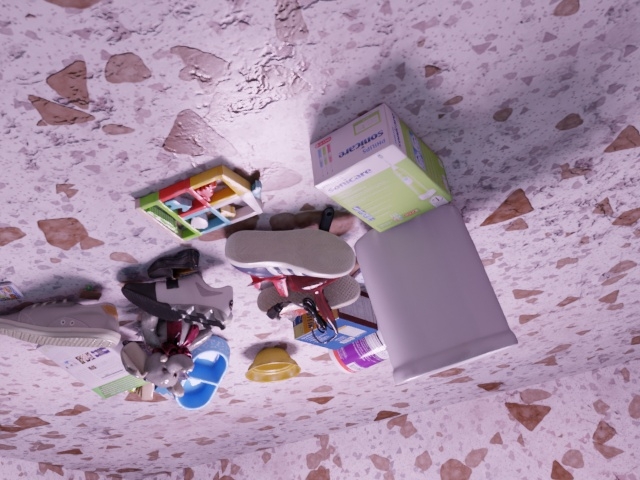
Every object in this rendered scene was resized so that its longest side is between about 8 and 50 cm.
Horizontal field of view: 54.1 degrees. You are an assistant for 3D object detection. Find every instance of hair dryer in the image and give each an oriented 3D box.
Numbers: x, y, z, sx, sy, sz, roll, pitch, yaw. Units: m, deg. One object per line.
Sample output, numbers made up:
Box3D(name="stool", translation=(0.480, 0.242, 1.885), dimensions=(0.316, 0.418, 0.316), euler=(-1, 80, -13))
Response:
Box3D(name="hair dryer", translation=(-0.005, 0.157, 1.839), dimensions=(0.223, 0.080, 0.294), euler=(25, 122, -14))

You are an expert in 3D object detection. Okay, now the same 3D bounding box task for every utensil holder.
Box3D(name="utensil holder", translation=(0.289, 0.142, 1.641), dimensions=(0.327, 0.386, 0.328), euler=(-17, 165, -5))

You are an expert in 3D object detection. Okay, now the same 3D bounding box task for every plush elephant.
Box3D(name="plush elephant", translation=(-0.473, 0.342, 1.975), dimensions=(0.329, 0.256, 0.271), euler=(-26, 145, 27))

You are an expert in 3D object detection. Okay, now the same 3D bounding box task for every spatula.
Box3D(name="spatula", translation=(0.000, 0.000, 1.746), dimensions=(0.084, 0.030, 0.297), euler=(2, 147, -11))

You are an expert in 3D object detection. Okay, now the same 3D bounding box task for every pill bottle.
Box3D(name="pill bottle", translation=(0.190, 0.338, 2.209), dimensions=(0.322, 0.182, 0.181), euler=(-31, 142, 32))

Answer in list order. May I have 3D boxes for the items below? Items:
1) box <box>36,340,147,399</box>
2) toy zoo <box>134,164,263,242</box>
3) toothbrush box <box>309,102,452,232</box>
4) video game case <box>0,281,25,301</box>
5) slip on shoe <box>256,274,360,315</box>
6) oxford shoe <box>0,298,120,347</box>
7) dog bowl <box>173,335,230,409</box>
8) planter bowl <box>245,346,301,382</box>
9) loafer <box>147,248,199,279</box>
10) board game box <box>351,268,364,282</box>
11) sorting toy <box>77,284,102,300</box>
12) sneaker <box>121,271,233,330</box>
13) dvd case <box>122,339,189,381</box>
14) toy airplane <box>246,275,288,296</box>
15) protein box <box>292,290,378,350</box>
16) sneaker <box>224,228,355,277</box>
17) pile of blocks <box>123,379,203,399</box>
Box3D(name="box", translation=(-0.744, 0.398, 2.092), dimensions=(0.232, 0.059, 0.322), euler=(-23, 124, 23))
Box3D(name="toy zoo", translation=(-0.274, -0.091, 1.528), dimensions=(0.293, 0.030, 0.192), euler=(-20, 147, 17))
Box3D(name="toothbrush box", translation=(0.142, -0.154, 1.438), dimensions=(0.206, 0.122, 0.283), euler=(-26, 146, 28))
Box3D(name="video game case", translation=(-0.920, 0.150, 1.783), dimensions=(0.121, 0.011, 0.087), euler=(-7, 149, -2))
Box3D(name="slip on shoe", translation=(-0.032, 0.173, 1.952), dimensions=(0.331, 0.123, 0.101), euler=(-13, 158, 17))
Box3D(name="oxford shoe", translation=(-0.790, 0.240, 1.870), dimensions=(0.448, 0.130, 0.169), euler=(-1, 158, 16))
Box3D(name="dog bowl", translation=(-0.431, 0.484, 2.258), dimensions=(0.165, 0.074, 0.297), euler=(21, 106, -25))
Box3D(name="planter bowl", translation=(-0.186, 0.471, 2.421), dimensions=(0.217, 0.091, 0.217), euler=(-7, 150, -4))
Box3D(name="loafer", translation=(-0.412, 0.079, 1.744), dimensions=(0.170, 0.061, 0.062), euler=(-22, 148, 23))
Box3D(name="board game box", translation=(0.156, 0.107, 1.973), dimensions=(0.090, 0.020, 0.090), euler=(9, 144, -27))
Box3D(name="sorting toy", translation=(-0.677, 0.153, 1.849), dimensions=(0.061, 0.012, 0.083), euler=(14, 146, -25))
Box3D(name="sneaker", translation=(-0.408, 0.154, 1.822), dimensions=(0.330, 0.146, 0.122), euler=(13, 150, 6))
Box3D(name="dvd case", translation=(-0.550, 0.404, 2.108), dimensions=(0.018, 0.165, 0.221), euler=(-45, 155, 11))
Box3D(name="toy airplane", translation=(-0.151, 0.117, 1.889), dimensions=(0.151, 0.028, 0.151), euler=(-1, 129, -1))
Box3D(name="protein box", translation=(0.044, 0.253, 2.074), dimensions=(0.199, 0.136, 0.201), euler=(-31, 143, 33))
Box3D(name="sneaker", translation=(-0.083, 0.044, 1.708), dimensions=(0.349, 0.131, 0.148), euler=(8, 161, -4))
Box3D(name="pile of blocks", translation=(-0.605, 0.499, 2.328), dimensions=(0.361, 0.113, 0.149), euler=(7, 107, -16))
